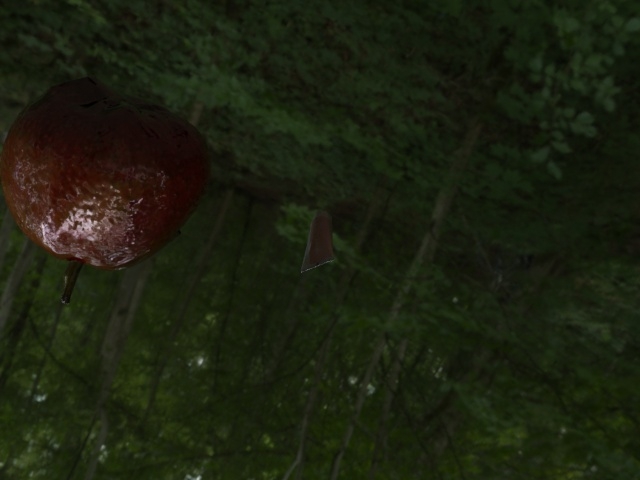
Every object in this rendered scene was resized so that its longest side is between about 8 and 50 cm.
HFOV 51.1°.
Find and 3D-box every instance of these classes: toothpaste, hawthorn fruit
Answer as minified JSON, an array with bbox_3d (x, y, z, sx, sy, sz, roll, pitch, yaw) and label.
[{"bbox_3d":[0.000,0.000,1.305,0.194,0.067,0.043,-83,-30,-61],"label":"toothpaste"},{"bbox_3d":[-0.267,-0.053,0.789,0.230,0.266,0.210,24,179,6],"label":"hawthorn fruit"}]
